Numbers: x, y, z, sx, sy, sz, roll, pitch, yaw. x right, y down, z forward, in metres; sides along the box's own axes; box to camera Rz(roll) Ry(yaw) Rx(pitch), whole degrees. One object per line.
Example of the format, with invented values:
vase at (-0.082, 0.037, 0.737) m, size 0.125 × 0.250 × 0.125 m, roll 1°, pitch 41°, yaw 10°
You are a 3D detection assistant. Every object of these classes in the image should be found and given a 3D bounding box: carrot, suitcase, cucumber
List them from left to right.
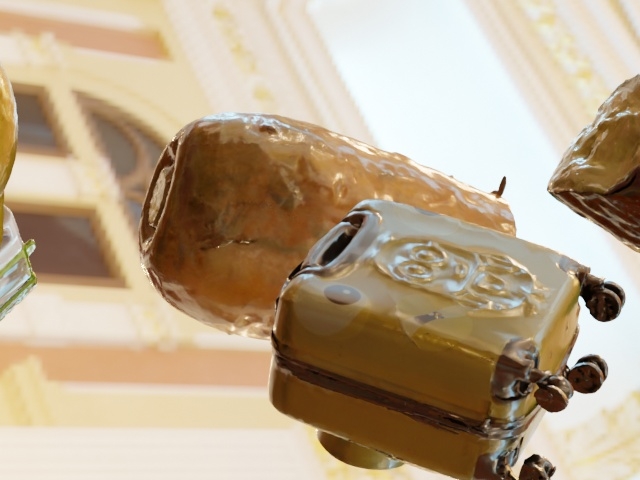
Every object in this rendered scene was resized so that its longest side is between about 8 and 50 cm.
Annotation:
carrot at (0.000, 0.000, 1.864) m, size 0.224 × 0.341 × 0.224 m, roll -165°, pitch -90°, yaw -74°
suitcase at (0.085, 0.082, 1.393) m, size 0.235 × 0.194 × 0.143 m, roll 18°, pitch -59°, yaw 16°
cucumber at (0.221, 0.010, 0.846) m, size 0.241 × 0.074 × 0.074 m, roll 31°, pitch -62°, yaw 4°

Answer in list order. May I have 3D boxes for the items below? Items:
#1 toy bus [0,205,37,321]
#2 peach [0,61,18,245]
toy bus at (-0.343, -0.051, 1.352) m, size 0.302 × 0.113 × 0.139 m, roll 40°, pitch -20°, yaw 10°
peach at (-0.225, -0.016, 0.646) m, size 0.153 × 0.251 × 0.251 m, roll 48°, pitch -57°, yaw 57°
